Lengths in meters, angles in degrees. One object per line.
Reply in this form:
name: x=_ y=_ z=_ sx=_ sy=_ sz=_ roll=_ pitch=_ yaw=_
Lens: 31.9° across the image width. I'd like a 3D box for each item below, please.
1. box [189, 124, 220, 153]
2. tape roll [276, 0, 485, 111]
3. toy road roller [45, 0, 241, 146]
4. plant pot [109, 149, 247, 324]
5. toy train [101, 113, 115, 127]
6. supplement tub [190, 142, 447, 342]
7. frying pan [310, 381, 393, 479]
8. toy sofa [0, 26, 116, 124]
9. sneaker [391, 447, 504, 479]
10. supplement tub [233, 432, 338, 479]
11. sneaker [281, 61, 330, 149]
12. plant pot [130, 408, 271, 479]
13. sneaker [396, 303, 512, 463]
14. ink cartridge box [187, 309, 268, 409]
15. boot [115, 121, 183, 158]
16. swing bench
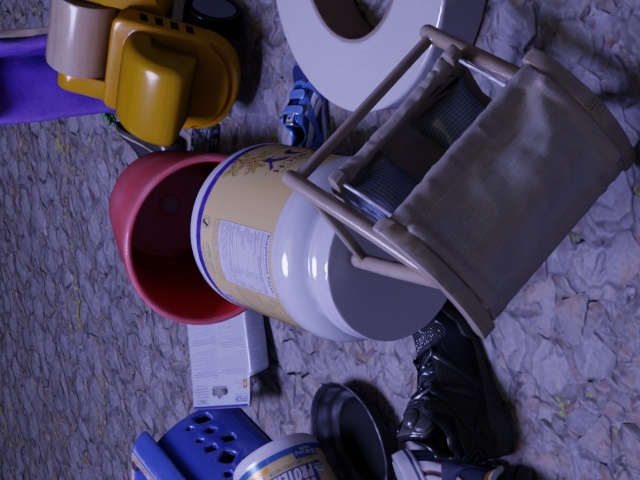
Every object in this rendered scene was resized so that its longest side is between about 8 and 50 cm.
box: x=-0.202 y=-0.175 z=1.954 sx=0.067 sy=0.018 sz=0.083 roll=41 pitch=132 yaw=44
tape roll: x=0.064 y=-0.359 z=1.434 sx=0.392 sy=0.072 sz=0.392 roll=25 pitch=121 yaw=53
toy road roller: x=-0.288 y=-0.282 z=1.765 sx=0.240 sy=0.329 sz=0.202 roll=-75 pitch=0 yaw=-55
plant pot: x=-0.220 y=-0.030 z=1.831 sx=0.243 sy=0.275 sz=0.275 roll=-146 pitch=53 yaw=-60
toy train: x=-0.443 y=-0.263 z=2.306 sx=0.083 sy=0.017 sz=0.023 roll=57 pitch=152 yaw=30
supplement tub: x=0.000 y=0.000 z=1.487 sx=0.331 sy=0.241 sz=0.241 roll=14 pitch=111 yaw=55
frying pan: x=0.084 y=0.338 z=1.639 sx=0.326 sy=0.053 sz=0.197 roll=43 pitch=135 yaw=41
toy sofa: x=-0.440 y=-0.292 z=1.970 sx=0.177 sy=0.362 sz=0.150 roll=0 pitch=99 yaw=63
sneaker: x=0.181 y=0.343 z=1.441 sx=0.321 sy=0.127 sz=0.126 roll=-133 pitch=25 yaw=-77
supplement tub: x=-0.029 y=0.405 z=1.672 sx=0.199 sy=0.144 sz=0.144 roll=60 pitch=143 yaw=25
sneaker: x=-0.025 y=-0.193 z=1.635 sx=0.053 sy=0.059 sz=0.144 roll=-4 pitch=96 yaw=60
plant pot: x=-0.206 y=0.451 z=1.979 sx=0.236 sy=0.212 sz=0.236 roll=38 pitch=130 yaw=47
sneaker: x=0.145 y=0.179 z=1.424 sx=0.087 sy=0.130 sz=0.227 roll=-46 pitch=58 yaw=52
ink cartridge box: x=-0.166 y=0.180 z=1.957 sx=0.223 sy=0.045 sz=0.224 roll=-14 pitch=78 yaw=56
boot: x=-0.324 y=-0.144 z=2.110 sx=0.198 sy=0.077 sz=0.137 roll=34 pitch=132 yaw=50
swing bench: x=0.145 y=-0.073 z=1.192 sx=0.255 sy=0.253 sz=0.165 roll=27 pitch=162 yaw=53
